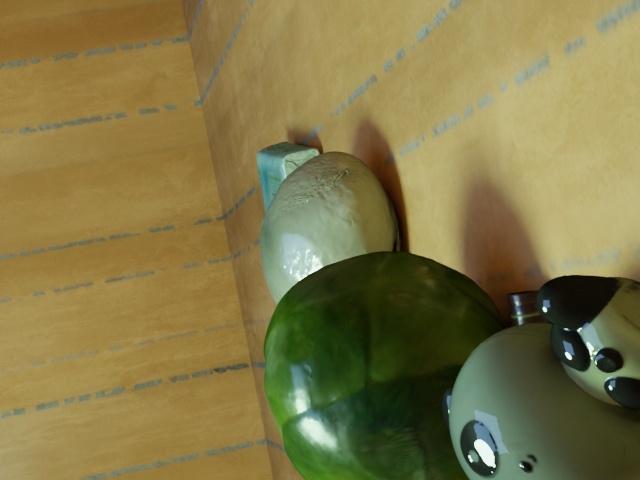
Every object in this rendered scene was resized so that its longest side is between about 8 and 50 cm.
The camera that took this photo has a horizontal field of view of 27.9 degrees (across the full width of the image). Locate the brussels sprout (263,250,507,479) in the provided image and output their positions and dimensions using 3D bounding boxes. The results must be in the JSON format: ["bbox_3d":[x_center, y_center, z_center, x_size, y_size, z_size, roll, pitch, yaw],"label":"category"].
[{"bbox_3d":[0.096,0.190,1.467,0.281,0.289,0.354,-92,-16,-66],"label":"brussels sprout"}]

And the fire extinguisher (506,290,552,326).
[{"bbox_3d":[0.230,0.130,1.352,0.064,0.043,0.158,-9,92,36],"label":"fire extinguisher"}]

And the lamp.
[{"bbox_3d":[0.218,0.143,1.109,0.244,0.198,0.197,115,146,-42],"label":"lamp"}]

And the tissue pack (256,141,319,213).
[{"bbox_3d":[-0.053,-0.088,2.417,0.263,0.089,0.177,-149,48,-76],"label":"tissue pack"}]

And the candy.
[{"bbox_3d":[0.000,0.000,1.924,0.295,0.185,0.295,-178,90,-66],"label":"candy"}]
